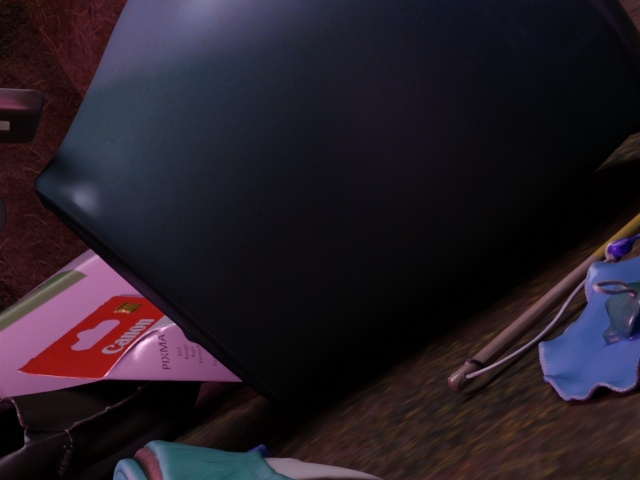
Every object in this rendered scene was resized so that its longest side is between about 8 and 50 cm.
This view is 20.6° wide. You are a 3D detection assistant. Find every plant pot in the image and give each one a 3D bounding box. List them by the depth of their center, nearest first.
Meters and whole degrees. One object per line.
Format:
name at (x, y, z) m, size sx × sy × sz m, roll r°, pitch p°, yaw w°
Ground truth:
plant pot at (-0.006, -0.062, 0.939) m, size 0.255 × 0.271 × 0.271 m, roll -48°, pitch 8°, yaw -7°

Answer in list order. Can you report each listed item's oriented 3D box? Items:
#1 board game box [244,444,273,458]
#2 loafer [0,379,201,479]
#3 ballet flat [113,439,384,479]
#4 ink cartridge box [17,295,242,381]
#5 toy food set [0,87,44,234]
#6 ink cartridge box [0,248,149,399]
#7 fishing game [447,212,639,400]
board game box at (-0.099, 0.156, 0.643) m, size 0.136 × 0.035 × 0.201 m, roll -30°, pitch 6°, yaw 28°
loafer at (-0.160, 0.121, 1.068) m, size 0.220 × 0.078 × 0.080 m, roll -38°, pitch 7°, yaw -40°
ballet flat at (-0.009, 0.099, 0.488) m, size 0.087 × 0.083 × 0.247 m, roll -10°, pitch 2°, yaw -10°
ink cartridge box at (-0.083, 0.043, 1.113) m, size 0.179 × 0.045 × 0.145 m, roll 2°, pitch 19°, yaw 20°
toy food set at (-0.191, 0.079, 0.856) m, size 0.220 × 0.092 × 0.306 m, roll 179°, pitch 108°, yaw -80°
ink cartridge box at (-0.120, 0.038, 1.352) m, size 0.201 × 0.117 × 0.278 m, roll -32°, pitch 5°, yaw 14°
fishing game at (0.154, -0.010, 0.633) m, size 0.189 × 0.041 × 0.264 m, roll -38°, pitch 7°, yaw -20°
